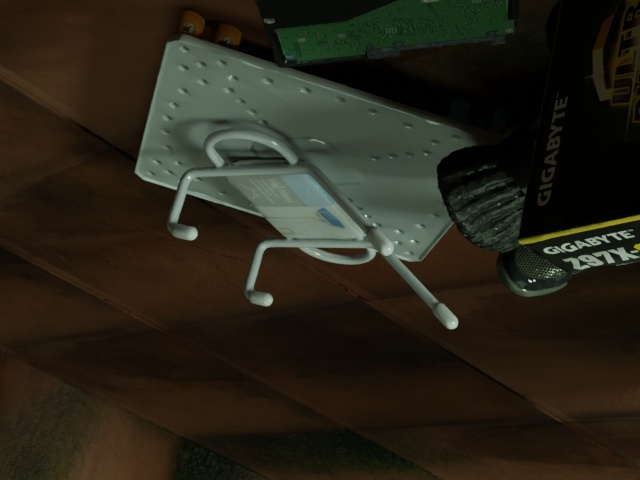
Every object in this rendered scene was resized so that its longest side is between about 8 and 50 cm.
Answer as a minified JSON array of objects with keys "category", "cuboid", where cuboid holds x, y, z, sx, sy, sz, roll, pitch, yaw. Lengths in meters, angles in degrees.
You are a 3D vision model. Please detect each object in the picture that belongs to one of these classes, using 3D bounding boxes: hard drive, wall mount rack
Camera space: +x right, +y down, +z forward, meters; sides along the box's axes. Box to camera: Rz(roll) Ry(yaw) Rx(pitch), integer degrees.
[{"category":"hard drive","cuboid":[0.051,-0.260,1.294,0.236,0.064,0.339,-5,159,6]},{"category":"wall mount rack","cuboid":[0.000,0.000,1.806,0.304,0.130,0.350,1,155,29]}]

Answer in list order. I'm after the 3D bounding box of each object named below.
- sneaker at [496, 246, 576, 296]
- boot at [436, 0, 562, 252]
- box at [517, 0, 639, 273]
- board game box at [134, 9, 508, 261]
[{"category":"sneaker","cuboid":[0.299,-0.018,1.671,0.227,0.087,0.130,-22,162,-26]},{"category":"boot","cuboid":[0.223,-0.106,1.485,0.260,0.131,0.348,-11,145,26]},{"category":"box","cuboid":[0.293,-0.148,1.170,0.079,0.322,0.257,29,154,-34]},{"category":"board game box","cuboid":[-0.010,-0.111,1.788,0.389,0.050,0.390,17,158,-6]}]
